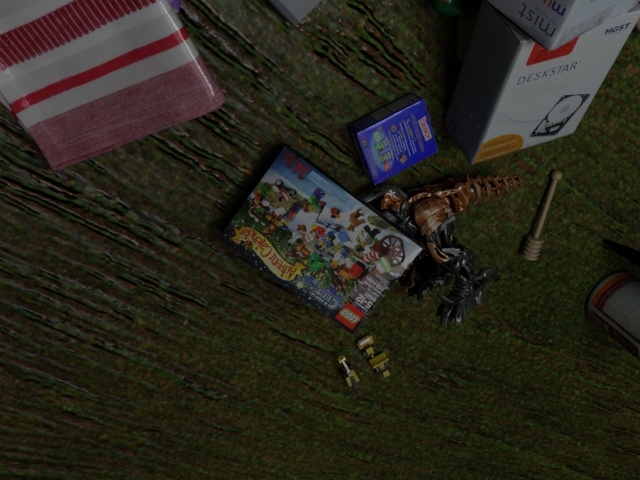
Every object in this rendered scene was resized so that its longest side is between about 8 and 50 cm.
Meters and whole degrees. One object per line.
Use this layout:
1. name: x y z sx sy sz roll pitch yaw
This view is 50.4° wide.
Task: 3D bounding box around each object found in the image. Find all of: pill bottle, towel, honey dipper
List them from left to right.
1. towel: -0.278 -0.233 0.694 0.237 0.037 0.329 -18 128 18
2. honey dipper: 0.377 -0.043 1.155 0.030 0.030 0.160 -1 116 -23
3. pill bottle: 0.610 0.161 1.255 0.121 0.221 0.121 -11 122 -18

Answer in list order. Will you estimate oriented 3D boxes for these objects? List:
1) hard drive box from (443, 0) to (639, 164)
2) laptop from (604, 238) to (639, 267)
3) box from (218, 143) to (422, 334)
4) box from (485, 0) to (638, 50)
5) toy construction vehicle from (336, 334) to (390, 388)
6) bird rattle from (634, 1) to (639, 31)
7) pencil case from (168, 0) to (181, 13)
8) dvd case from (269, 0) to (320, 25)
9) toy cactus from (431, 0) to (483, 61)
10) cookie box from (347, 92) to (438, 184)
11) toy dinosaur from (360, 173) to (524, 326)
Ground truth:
1. hard drive box: 0.285 -0.226 0.912 0.181 0.089 0.232 -18 151 -14
2. laptop: 0.700 0.031 1.211 0.264 0.234 0.136 15 110 -30
3. box: 0.000 0.000 0.942 0.233 0.044 0.159 36 101 -6
4. box: 0.330 -0.366 0.728 0.262 0.127 0.231 -33 158 -23
5. toy construction vehicle: 0.076 0.215 1.169 0.086 0.035 0.098 -27 126 -7
6. bird rattle: 0.508 -0.372 0.965 0.253 0.143 0.207 -40 142 6
7. pencil case: -0.175 -0.339 0.704 0.086 0.088 0.206 7 115 -16
8. dvd case: -0.001 -0.385 0.760 0.239 0.029 0.179 -40 131 14
9. toy cactus: 0.205 -0.322 0.888 0.219 0.112 0.180 -15 142 -18
10. cookie box: 0.104 -0.145 0.967 0.107 0.040 0.092 -28 125 -6
11. toy dinosaur: 0.161 -0.002 1.019 0.322 0.164 0.218 -22 111 16
